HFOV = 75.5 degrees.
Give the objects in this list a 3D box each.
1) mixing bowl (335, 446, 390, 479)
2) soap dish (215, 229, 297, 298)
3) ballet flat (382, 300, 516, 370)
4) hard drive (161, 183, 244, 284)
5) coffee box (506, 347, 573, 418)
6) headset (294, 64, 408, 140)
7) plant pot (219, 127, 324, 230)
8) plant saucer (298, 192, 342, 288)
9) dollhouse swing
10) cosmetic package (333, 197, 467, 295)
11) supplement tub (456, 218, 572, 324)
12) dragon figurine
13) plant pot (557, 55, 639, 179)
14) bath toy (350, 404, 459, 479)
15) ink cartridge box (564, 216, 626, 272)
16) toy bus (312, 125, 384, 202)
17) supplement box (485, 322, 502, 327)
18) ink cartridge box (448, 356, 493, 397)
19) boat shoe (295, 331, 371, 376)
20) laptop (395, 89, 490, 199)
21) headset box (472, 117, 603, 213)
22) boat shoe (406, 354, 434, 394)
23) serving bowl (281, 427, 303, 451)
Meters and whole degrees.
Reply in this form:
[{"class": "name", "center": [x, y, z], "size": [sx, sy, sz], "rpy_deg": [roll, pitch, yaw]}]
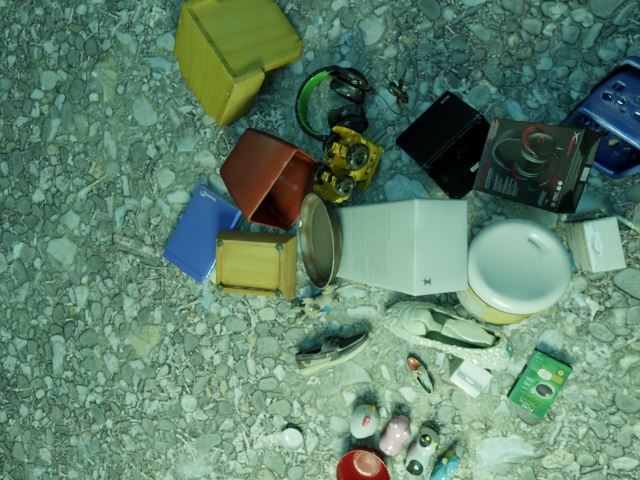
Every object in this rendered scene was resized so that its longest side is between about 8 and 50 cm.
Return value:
[{"class": "mixing bowl", "center": [0.150, 0.768, 1.383], "size": [0.182, 0.098, 0.181], "rpy_deg": [1, 92, 16]}, {"class": "soap dish", "center": [-0.231, 0.087, 1.441], "size": [0.291, 0.118, 0.228], "rpy_deg": [4, 98, 9]}, {"class": "ballet flat", "center": [0.366, 0.254, 1.233], "size": [0.409, 0.147, 0.146], "rpy_deg": [13, 95, 34]}, {"class": "hard drive", "center": [-0.440, -0.023, 1.552], "size": [0.210, 0.040, 0.318], "rpy_deg": [33, 99, 12]}, {"class": "coffee box", "center": [0.667, 0.436, 1.264], "size": [0.113, 0.040, 0.184], "rpy_deg": [27, 98, 13]}, {"class": "headset", "center": [0.084, -0.447, 1.325], "size": [0.395, 0.185, 0.243], "rpy_deg": [6, 93, 26]}, {"class": "plant pot", "center": [-0.170, -0.219, 1.374], "size": [0.236, 0.267, 0.267], "rpy_deg": [40, 101, 22]}, {"class": "plant saucer", "center": [0.000, 0.000, 1.335], "size": [0.050, 0.311, 0.310], "rpy_deg": [-6, 90, -22]}, {"class": "dollhouse swing", "center": [-0.292, -0.661, 1.486], "size": [0.346, 0.305, 0.315], "rpy_deg": [57, 145, 7]}, {"class": "cosmetic package", "center": [0.199, 0.008, 1.171], "size": [0.162, 0.453, 0.229], "rpy_deg": [-1, 92, -22]}, {"class": "supplement tub", "center": [0.500, 0.102, 1.126], "size": [0.241, 0.331, 0.240], "rpy_deg": [-4, 71, 11]}, {"class": "dragon figurine", "center": [0.012, 0.202, 1.410], "size": [0.289, 0.144, 0.085], "rpy_deg": [-30, 85, -4]}, {"class": "plant pot", "center": [0.815, -0.332, 1.113], "size": [0.236, 0.236, 0.212], "rpy_deg": [37, 93, 11]}, {"class": "bath toy", "center": [0.262, 0.642, 1.336], "size": [0.349, 0.129, 0.151], "rpy_deg": [27, 64, 12]}, {"class": "ink cartridge box", "center": [0.757, 0.009, 1.151], "size": [0.082, 0.191, 0.139], "rpy_deg": [-10, 89, 15]}, {"class": "toy bus", "center": [0.105, -0.227, 1.319], "size": [0.149, 0.212, 0.220], "rpy_deg": [35, 109, 41]}, {"class": "supplement box", "center": [0.547, 0.222, 1.290], "size": [0.055, 0.043, 0.083], "rpy_deg": [13, 94, 15]}, {"class": "ink cartridge box", "center": [0.459, 0.403, 1.266], "size": [0.092, 0.143, 0.089], "rpy_deg": [35, 100, 11]}, {"class": "boat shoe", "center": [0.035, 0.372, 1.405], "size": [0.285, 0.103, 0.092], "rpy_deg": [-30, 89, 20]}, {"class": "laptop", "center": [0.422, -0.299, 1.326], "size": [0.234, 0.136, 0.264], "rpy_deg": [-43, 106, 13]}, {"class": "headset box", "center": [0.578, -0.217, 1.157], "size": [0.293, 0.110, 0.217], "rpy_deg": [33, 119, 51]}, {"class": "boat shoe", "center": [0.328, 0.441, 1.356], "size": [0.049, 0.043, 0.137], "rpy_deg": [-33, 82, 16]}, {"class": "serving bowl", "center": [-0.098, 0.711, 1.486], "size": [0.084, 0.027, 0.083], "rpy_deg": [0, 92, 16]}]
